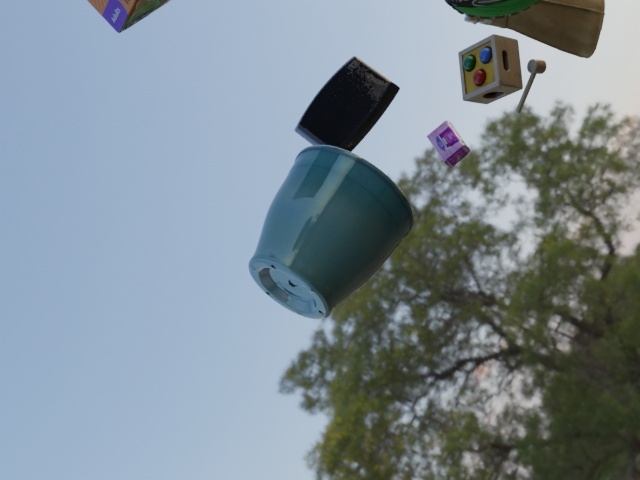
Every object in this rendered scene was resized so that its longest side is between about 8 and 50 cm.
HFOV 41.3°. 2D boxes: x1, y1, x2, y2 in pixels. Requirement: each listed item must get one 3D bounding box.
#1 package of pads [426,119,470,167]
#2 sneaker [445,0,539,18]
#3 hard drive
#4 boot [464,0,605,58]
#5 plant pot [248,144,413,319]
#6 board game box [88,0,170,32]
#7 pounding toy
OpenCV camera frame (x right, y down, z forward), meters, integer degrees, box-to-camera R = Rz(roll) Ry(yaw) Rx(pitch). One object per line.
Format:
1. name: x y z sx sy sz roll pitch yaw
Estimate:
1. package of pads: 0.232 -0.176 1.539 0.050 0.083 0.032 -41 -45 17
2. sneaker: 0.344 -0.474 1.340 0.343 0.134 0.146 -25 -23 13
3. hard drive: 0.064 -0.341 2.174 0.255 0.172 0.054 -51 -16 -1
4. boot: 0.442 -0.512 1.717 0.089 0.269 0.236 -126 49 -83
5. plant pot: 0.000 0.000 1.640 0.255 0.271 0.272 -55 -26 -25
6. board game box: -0.320 -0.681 1.548 0.356 0.356 0.356 -46 5 -34
7. pounding toy: 0.430 -0.394 2.024 0.094 0.206 0.181 2 -101 -33
